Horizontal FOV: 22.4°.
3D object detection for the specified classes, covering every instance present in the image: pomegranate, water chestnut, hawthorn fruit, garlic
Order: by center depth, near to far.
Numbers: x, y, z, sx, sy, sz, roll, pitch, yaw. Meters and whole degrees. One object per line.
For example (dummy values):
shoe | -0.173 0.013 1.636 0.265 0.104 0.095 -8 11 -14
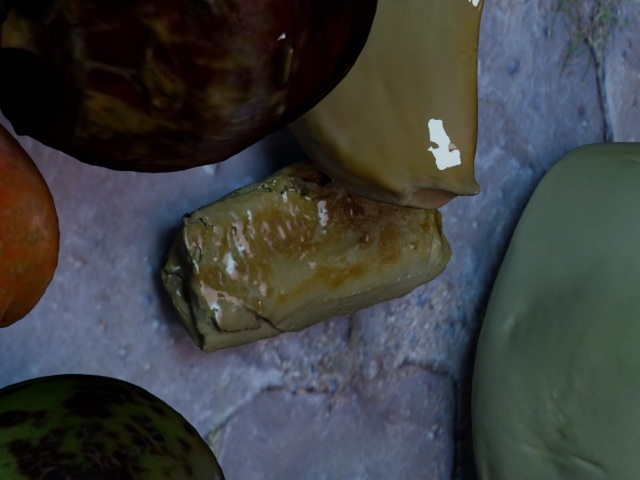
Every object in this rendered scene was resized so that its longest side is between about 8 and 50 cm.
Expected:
water chestnut | -0.132 -0.191 0.880 0.302 0.350 0.350 -19 114 -20
hawthorn fruit | -0.248 -0.007 0.942 0.189 0.189 0.189 -12 108 -40
pomegranate | -0.195 0.218 1.038 0.242 0.306 0.242 49 23 -29
garlic | 0.082 -0.188 1.184 0.151 0.196 0.338 29 77 -59

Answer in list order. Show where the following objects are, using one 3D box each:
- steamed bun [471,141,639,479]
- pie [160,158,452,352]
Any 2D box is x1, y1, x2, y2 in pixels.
steamed bun | 0.322 0.150 1.363 0.290 0.371 0.456 -11 105 -39
pie | 0.000 0.000 1.233 0.282 0.068 0.129 -17 100 -39
